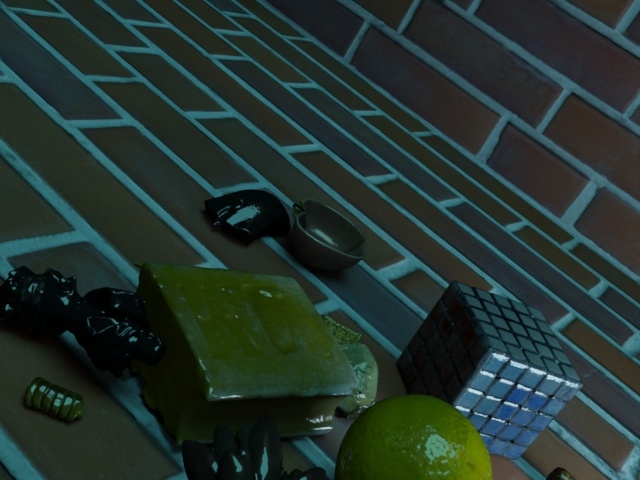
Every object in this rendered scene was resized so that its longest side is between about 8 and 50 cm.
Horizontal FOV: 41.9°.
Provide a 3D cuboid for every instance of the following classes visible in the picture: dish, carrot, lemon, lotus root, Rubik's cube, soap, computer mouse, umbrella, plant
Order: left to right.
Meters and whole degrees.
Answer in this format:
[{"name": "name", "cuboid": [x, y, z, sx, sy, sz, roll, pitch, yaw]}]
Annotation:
[{"name": "umbrella", "cuboid": [-0.359, 0.117, 1.269, 0.273, 0.122, 0.110, 21, -20, 15]}, {"name": "soap", "cuboid": [-0.140, 0.185, 1.387, 0.335, 0.156, 0.293, 9, 33, -41]}, {"name": "plant", "cuboid": [-0.101, 0.378, 1.044, 0.194, 0.181, 0.320, 18, 26, -13]}, {"name": "computer mouse", "cuboid": [-0.157, -0.071, 1.919, 0.147, 0.088, 0.264, 36, 28, 17]}, {"name": "dish", "cuboid": [0.000, 0.000, 1.947, 0.213, 0.090, 0.213, 27, 26, -14]}, {"name": "lotus root", "cuboid": [0.050, 0.253, 1.536, 0.143, 0.070, 0.144, -4, 47, -29]}, {"name": "lemon", "cuboid": [0.136, 0.371, 1.254, 0.241, 0.240, 0.219, 28, 35, -6]}, {"name": "Rubik's cube", "cuboid": [0.330, 0.257, 1.659, 0.237, 0.237, 0.238, 18, 29, -23]}, {"name": "carrot", "cuboid": [0.502, 0.510, 1.608, 0.161, 0.055, 0.055, 49, 30, 19]}]

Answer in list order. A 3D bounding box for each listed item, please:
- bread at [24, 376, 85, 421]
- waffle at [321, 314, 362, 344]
[{"name": "bread", "cuboid": [-0.376, 0.227, 1.189, 0.088, 0.033, 0.049, 27, 32, -9]}, {"name": "waffle", "cuboid": [0.026, 0.209, 1.669, 0.098, 0.023, 0.152, 28, 28, 2]}]
